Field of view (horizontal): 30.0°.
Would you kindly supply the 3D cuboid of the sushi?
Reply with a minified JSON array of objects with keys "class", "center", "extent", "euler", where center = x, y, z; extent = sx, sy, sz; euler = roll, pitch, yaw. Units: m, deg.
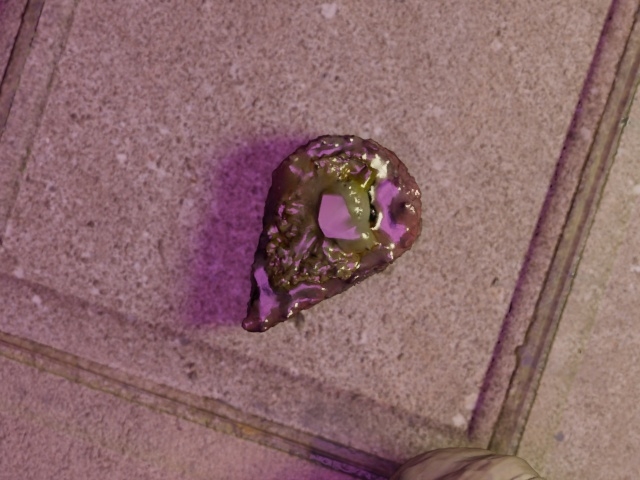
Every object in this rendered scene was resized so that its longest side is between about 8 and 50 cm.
[{"class":"sushi","center":[-0.008,-0.018,1.300],"extent":[0.241,0.107,0.161],"euler":[-30,85,4]}]

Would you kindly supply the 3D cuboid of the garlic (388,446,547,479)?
[{"class":"garlic","center":[0.180,0.364,1.206],"extent":[0.241,0.322,0.322],"euler":[-18,89,-15]}]
